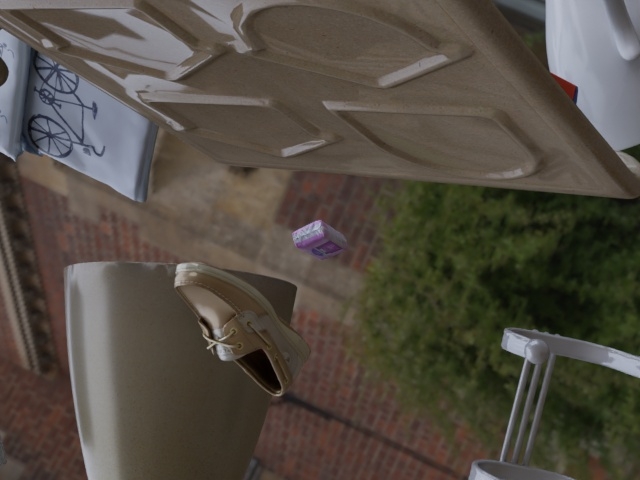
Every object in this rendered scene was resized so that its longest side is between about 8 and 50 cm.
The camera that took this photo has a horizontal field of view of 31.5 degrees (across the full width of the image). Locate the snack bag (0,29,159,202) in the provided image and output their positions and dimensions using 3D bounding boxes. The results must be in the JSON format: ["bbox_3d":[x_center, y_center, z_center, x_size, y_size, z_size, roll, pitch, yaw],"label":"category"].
[{"bbox_3d":[-0.317,-0.192,1.220,0.037,0.342,0.323,-62,-2,-38],"label":"snack bag"}]

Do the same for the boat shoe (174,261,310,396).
[{"bbox_3d":[-0.071,0.082,1.007,0.170,0.063,0.059,44,-125,-36],"label":"boat shoe"}]

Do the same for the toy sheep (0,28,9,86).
[{"bbox_3d":[-0.311,-0.159,0.915,0.132,0.091,0.091,30,-97,-36],"label":"toy sheep"}]

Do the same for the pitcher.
[{"bbox_3d":[0.238,-0.180,0.926,0.178,0.125,0.207,-28,-84,-75],"label":"pitcher"}]

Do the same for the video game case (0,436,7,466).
[{"bbox_3d":[-0.567,0.168,1.320,0.036,0.329,0.300,137,115,-77],"label":"video game case"}]

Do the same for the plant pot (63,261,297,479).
[{"bbox_3d":[-0.161,0.176,1.231,0.256,0.256,0.274,59,-146,-78],"label":"plant pot"}]

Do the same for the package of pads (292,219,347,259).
[{"bbox_3d":[0.000,0.000,1.657,0.083,0.050,0.032,31,-138,-59],"label":"package of pads"}]

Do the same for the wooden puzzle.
[{"bbox_3d":[-0.011,-0.110,0.651,0.348,0.322,0.081,23,-103,-55],"label":"wooden puzzle"}]

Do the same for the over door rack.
[{"bbox_3d":[0.272,0.207,0.877,0.108,0.324,0.240,-141,63,-72],"label":"over door rack"}]
